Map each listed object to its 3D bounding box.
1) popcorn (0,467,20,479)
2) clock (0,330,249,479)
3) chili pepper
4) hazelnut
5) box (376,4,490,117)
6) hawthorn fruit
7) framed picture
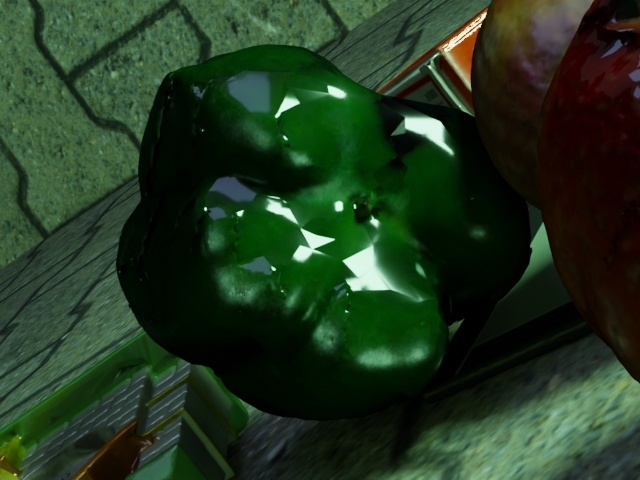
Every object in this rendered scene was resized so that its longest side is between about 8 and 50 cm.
[{"bbox_3d":[-0.142,0.214,0.897,0.140,0.163,0.194,-54,42,5],"label":"popcorn"},{"bbox_3d":[-0.167,0.182,1.171,0.220,0.106,0.255,-35,11,6],"label":"clock"},{"bbox_3d":[0.000,0.000,1.066,0.257,0.248,0.233,174,111,-78],"label":"chili pepper"},{"bbox_3d":[0.194,-0.086,0.959,0.212,0.181,0.181,-14,-15,6],"label":"hazelnut"},{"bbox_3d":[0.130,-0.106,1.374,0.099,0.133,0.182,-41,6,-18],"label":"box"},{"bbox_3d":[0.175,-0.042,0.729,0.181,0.235,0.181,-21,15,6],"label":"hawthorn fruit"},{"bbox_3d":[0.219,-0.029,1.118,0.265,0.016,0.347,-29,12,32],"label":"framed picture"}]
